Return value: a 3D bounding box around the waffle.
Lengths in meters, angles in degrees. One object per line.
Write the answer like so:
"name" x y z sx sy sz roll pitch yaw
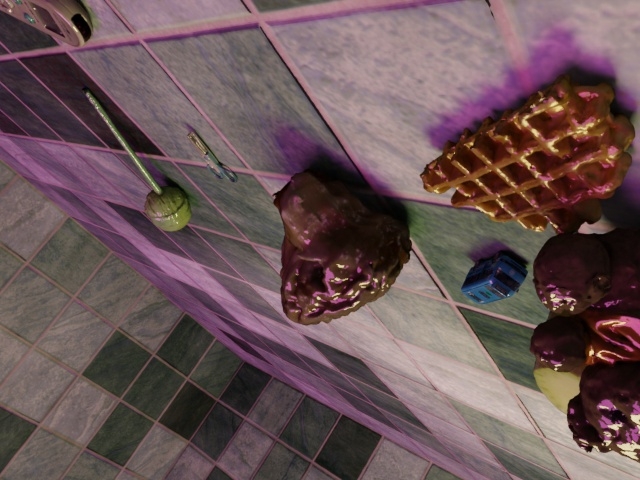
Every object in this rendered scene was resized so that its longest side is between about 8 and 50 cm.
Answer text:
"waffle" 0.157 -0.069 0.481 0.160 0.046 0.192 26 159 21

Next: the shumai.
"shumai" 0.000 0.000 0.756 0.175 0.166 0.206 48 134 -12

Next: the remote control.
"remote control" -0.388 -0.321 0.792 0.221 0.042 0.078 27 159 17

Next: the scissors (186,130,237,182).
"scissors" -0.173 -0.129 0.936 0.058 0.014 0.119 18 158 31

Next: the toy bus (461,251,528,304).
"toy bus" 0.198 0.046 0.689 0.038 0.046 0.083 35 162 -3

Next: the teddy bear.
"teddy bear" 0.259 0.084 0.476 0.177 0.190 0.140 -3 -178 19

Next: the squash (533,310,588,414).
"squash" 0.298 0.117 0.598 0.170 0.123 0.170 36 161 14

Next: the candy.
"candy" -0.344 -0.145 1.124 0.092 0.093 0.336 -17 131 10
